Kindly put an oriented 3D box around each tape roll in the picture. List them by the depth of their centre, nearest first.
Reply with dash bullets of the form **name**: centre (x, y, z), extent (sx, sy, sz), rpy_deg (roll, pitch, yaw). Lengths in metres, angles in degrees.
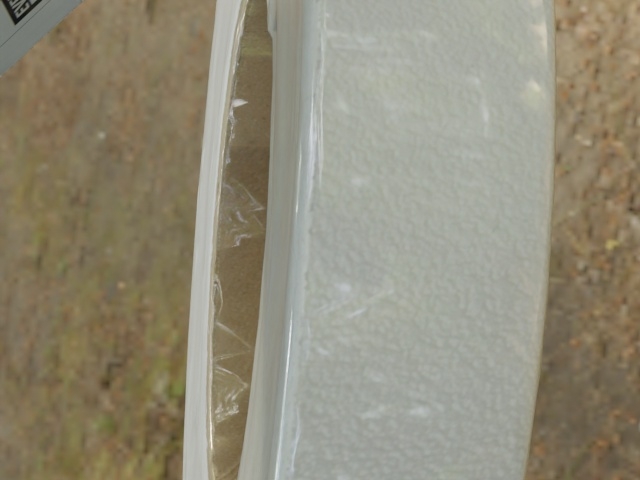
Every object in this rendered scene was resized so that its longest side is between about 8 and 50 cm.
- **tape roll**: centre (0.000, 0.000, 0.614), extent (0.392, 0.072, 0.392), rpy_deg (-175, 90, -82)

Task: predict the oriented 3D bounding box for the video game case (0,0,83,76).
- **video game case**: centre (-0.188, -0.065, 0.411), extent (0.036, 0.300, 0.329), rpy_deg (41, 168, 16)
